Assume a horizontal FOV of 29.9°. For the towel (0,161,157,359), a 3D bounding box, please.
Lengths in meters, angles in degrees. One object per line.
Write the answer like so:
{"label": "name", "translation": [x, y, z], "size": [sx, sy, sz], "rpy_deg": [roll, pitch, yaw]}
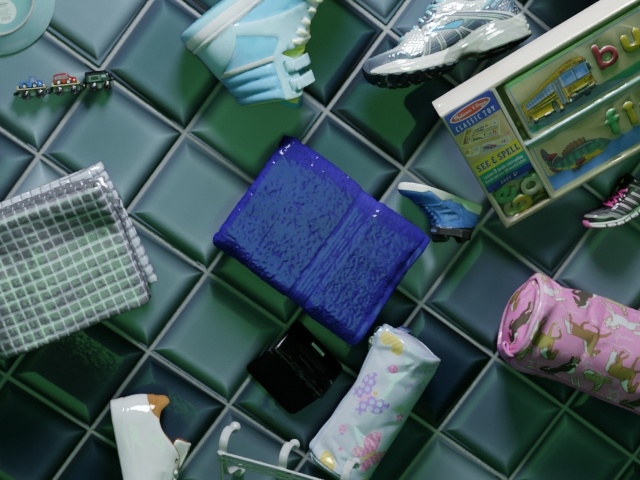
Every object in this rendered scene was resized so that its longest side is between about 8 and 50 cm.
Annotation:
{"label": "towel", "translation": [-0.425, 0.036, 1.905], "size": [0.284, 0.121, 0.235], "rpy_deg": [-22, 104, -4]}

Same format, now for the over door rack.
{"label": "over door rack", "translation": [-0.058, 0.472, 2.011], "size": [0.239, 0.108, 0.324], "rpy_deg": [12, 113, 19]}

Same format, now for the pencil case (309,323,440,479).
{"label": "pencil case", "translation": [0.090, 0.278, 2.030], "size": [0.124, 0.113, 0.273], "rpy_deg": [26, 97, -26]}

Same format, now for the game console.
{"label": "game console", "translation": [-0.044, 0.217, 2.052], "size": [0.122, 0.071, 0.107], "rpy_deg": [47, 61, -14]}

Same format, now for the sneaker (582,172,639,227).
{"label": "sneaker", "translation": [0.520, -0.075, 2.059], "size": [0.170, 0.063, 0.075], "rpy_deg": [-22, 103, -9]}

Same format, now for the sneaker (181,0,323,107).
{"label": "sneaker", "translation": [-0.037, -0.334, 1.896], "size": [0.319, 0.127, 0.208], "rpy_deg": [-33, 102, 8]}

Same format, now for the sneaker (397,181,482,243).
{"label": "sneaker", "translation": [0.192, -0.041, 2.015], "size": [0.152, 0.058, 0.084], "rpy_deg": [18, 89, -18]}

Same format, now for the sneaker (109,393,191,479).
{"label": "sneaker", "translation": [-0.265, 0.396, 1.987], "size": [0.123, 0.106, 0.290], "rpy_deg": [-10, 89, -12]}

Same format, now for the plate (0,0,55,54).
{"label": "plate", "translation": [-0.508, -0.382, 1.864], "size": [0.188, 0.024, 0.188], "rpy_deg": [-2, 100, -9]}

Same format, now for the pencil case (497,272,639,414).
{"label": "pencil case", "translation": [0.490, 0.195, 2.058], "size": [0.386, 0.167, 0.160], "rpy_deg": [24, 129, -12]}

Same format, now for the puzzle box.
{"label": "puzzle box", "translation": [0.416, -0.221, 1.939], "size": [0.409, 0.052, 0.272], "rpy_deg": [-31, 125, 8]}

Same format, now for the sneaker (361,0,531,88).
{"label": "sneaker", "translation": [0.192, -0.334, 1.954], "size": [0.283, 0.110, 0.122], "rpy_deg": [-20, 85, -7]}

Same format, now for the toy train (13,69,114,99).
{"label": "toy train", "translation": [-0.407, -0.248, 1.902], "size": [0.158, 0.027, 0.036], "rpy_deg": [-8, 98, -7]}

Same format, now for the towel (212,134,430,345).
{"label": "towel", "translation": [0.000, 0.000, 1.992], "size": [0.308, 0.076, 0.227], "rpy_deg": [37, 86, -13]}
